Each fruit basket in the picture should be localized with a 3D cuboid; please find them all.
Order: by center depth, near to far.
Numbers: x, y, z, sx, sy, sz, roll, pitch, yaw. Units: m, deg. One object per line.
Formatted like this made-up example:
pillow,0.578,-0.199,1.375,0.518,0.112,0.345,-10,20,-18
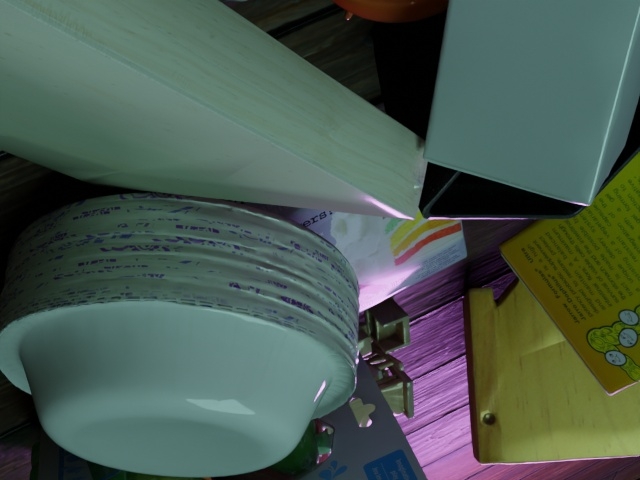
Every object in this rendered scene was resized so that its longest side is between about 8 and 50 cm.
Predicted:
fruit basket,-0.104,0.208,1.035,0.353,0.327,0.165,-27,113,-1

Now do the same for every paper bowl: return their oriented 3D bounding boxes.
paper bowl,-0.111,0.093,0.856,0.284,0.148,0.284,1,152,1

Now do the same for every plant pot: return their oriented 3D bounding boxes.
plant pot,0.149,-0.138,0.819,0.188,0.167,0.187,-2,141,-42

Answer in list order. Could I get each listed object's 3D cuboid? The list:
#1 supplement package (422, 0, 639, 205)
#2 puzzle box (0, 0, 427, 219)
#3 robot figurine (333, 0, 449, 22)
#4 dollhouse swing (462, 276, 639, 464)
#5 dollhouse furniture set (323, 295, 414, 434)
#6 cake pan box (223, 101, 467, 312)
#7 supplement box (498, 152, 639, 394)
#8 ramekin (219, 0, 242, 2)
supplement package,0.134,-0.129,0.617,0.105,0.105,0.179,-45,147,-55
puzzle box,-0.151,-0.094,0.555,0.409,0.272,0.052,24,77,-57
robot figurine,0.041,-0.216,0.639,0.219,0.128,0.158,74,38,-61
dollhouse swing,0.360,0.140,1.414,0.347,0.315,0.305,-5,-166,4
dollhouse furniture set,0.003,0.148,1.258,0.182,0.101,0.161,-18,125,-19
cake pan box,0.000,0.000,1.008,0.267,0.070,0.245,-27,149,-4
supplement box,0.383,-0.030,1.037,0.194,0.195,0.356,-34,176,-41
ramekin,-0.052,-0.205,0.484,0.207,0.109,0.207,4,131,5
